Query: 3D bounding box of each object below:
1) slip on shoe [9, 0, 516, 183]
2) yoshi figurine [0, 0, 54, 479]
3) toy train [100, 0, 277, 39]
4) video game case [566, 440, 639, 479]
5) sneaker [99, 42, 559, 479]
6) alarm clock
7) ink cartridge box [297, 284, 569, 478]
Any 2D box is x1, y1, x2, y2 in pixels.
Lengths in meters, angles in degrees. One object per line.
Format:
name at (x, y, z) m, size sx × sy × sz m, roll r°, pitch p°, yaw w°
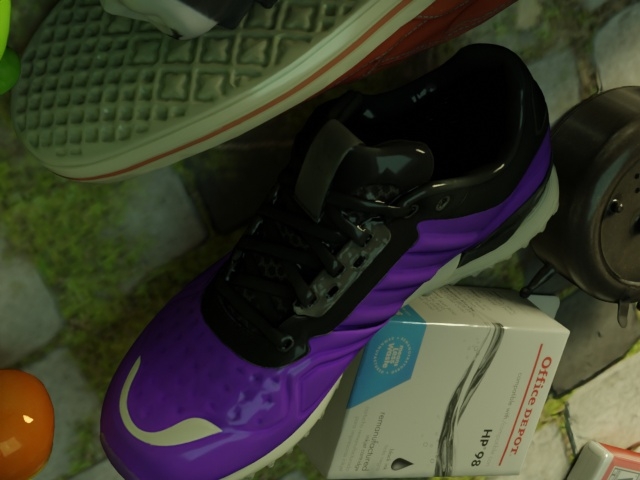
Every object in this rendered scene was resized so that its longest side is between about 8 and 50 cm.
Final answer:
slip on shoe at (0.009, -0.119, 0.619) m, size 0.331 × 0.123 × 0.101 m, roll -31°, pitch 151°, yaw -8°
yoshi figurine at (-0.177, 0.001, 0.497) m, size 0.203 × 0.203 × 0.362 m, roll -34°, pitch 135°, yaw -27°
toy train at (-0.028, -0.241, 0.498) m, size 0.190 × 0.142 × 0.334 m, roll 30°, pitch 97°, yaw -22°
video game case at (0.261, 0.268, 0.997) m, size 0.285 × 0.025 × 0.204 m, roll 18°, pitch 104°, yaw -35°
sneaker at (0.000, -0.001, 0.644) m, size 0.293 × 0.102 × 0.146 m, roll -40°, pitch 154°, yaw -15°
alarm clock at (0.199, -0.043, 0.790) m, size 0.129 × 0.064 × 0.192 m, roll 6°, pitch 107°, yaw -31°
ink cartridge box at (0.080, 0.084, 0.784) m, size 0.180 × 0.060 × 0.104 m, roll 5°, pitch 110°, yaw -31°
